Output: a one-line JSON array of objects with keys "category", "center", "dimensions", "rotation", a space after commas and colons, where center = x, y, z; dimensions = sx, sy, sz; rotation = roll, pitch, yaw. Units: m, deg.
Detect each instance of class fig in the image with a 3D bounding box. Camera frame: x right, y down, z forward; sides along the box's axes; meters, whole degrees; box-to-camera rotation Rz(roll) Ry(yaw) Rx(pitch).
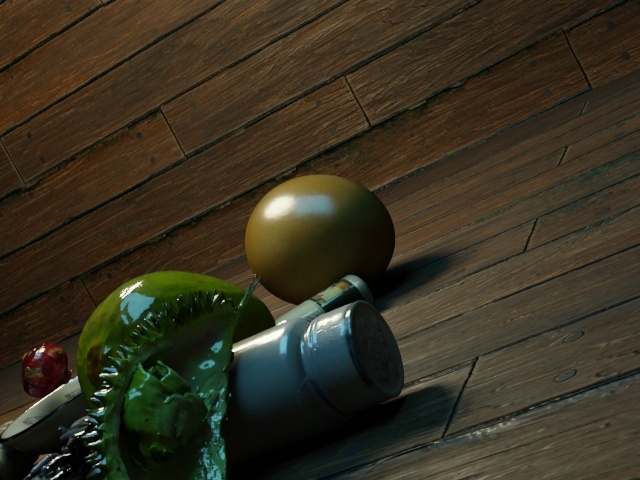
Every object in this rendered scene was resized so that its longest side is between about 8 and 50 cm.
[{"category": "fig", "center": [-0.203, 0.168, 1.474], "dimensions": [0.258, 0.258, 0.326], "rotation": [-22, -6, 39]}]

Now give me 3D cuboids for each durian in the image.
[{"category": "durian", "center": [-0.174, 0.205, 1.108], "dimensions": [0.170, 0.157, 0.355], "rotation": [5, 55, 3]}]

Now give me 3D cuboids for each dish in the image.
[{"category": "dish", "center": [-0.424, 0.308, 1.783], "dimensions": [0.316, 0.106, 0.316], "rotation": [-32, 5, 3]}]

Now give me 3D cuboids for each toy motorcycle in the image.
[{"category": "toy motorcycle", "center": [-0.401, 0.344, 1.580], "dimensions": [0.122, 0.082, 0.213], "rotation": [-22, 8, 34]}]

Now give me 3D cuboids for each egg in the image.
[{"category": "egg", "center": [0.000, 0.000, 1.831], "dimensions": [0.250, 0.250, 0.322], "rotation": [-33, 14, -33]}]

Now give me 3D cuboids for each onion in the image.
[{"category": "onion", "center": [-0.519, 0.246, 1.853], "dimensions": [0.097, 0.107, 0.107], "rotation": [15, 13, 3]}]

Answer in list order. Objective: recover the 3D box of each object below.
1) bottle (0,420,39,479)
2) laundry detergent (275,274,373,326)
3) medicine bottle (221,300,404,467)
[{"category": "bottle", "center": [-0.597, 0.405, 1.774], "dimensions": [0.097, 0.110, 0.209], "rotation": [-38, 4, 15]}, {"category": "laundry detergent", "center": [-0.021, 0.140, 1.649], "dimensions": [0.226, 0.070, 0.099], "rotation": [-31, 16, -18]}, {"category": "medicine bottle", "center": [-0.039, 0.173, 1.182], "dimensions": [0.258, 0.143, 0.143], "rotation": [-26, 7, 25]}]
